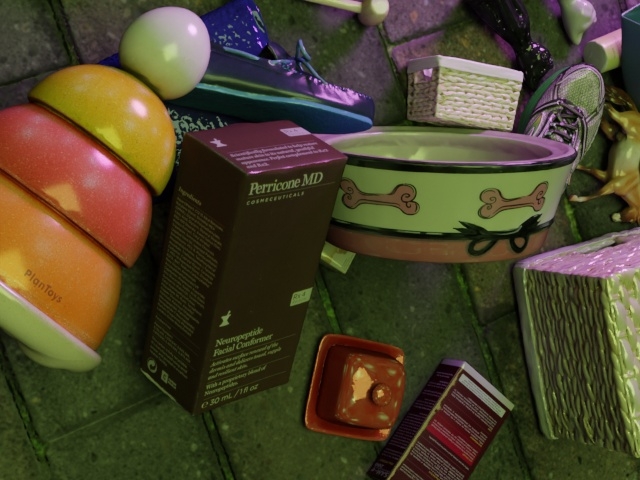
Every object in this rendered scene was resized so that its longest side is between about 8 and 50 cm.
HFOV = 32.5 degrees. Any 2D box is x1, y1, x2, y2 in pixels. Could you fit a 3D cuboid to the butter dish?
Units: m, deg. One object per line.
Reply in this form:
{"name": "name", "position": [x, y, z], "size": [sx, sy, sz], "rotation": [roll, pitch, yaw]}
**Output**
{"name": "butter dish", "position": [0.074, 0.237, 1.733], "size": [0.160, 0.118, 0.160], "rotation": [14, 83, -24]}

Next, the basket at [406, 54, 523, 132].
{"name": "basket", "position": [0.233, -0.238, 1.813], "size": [0.167, 0.113, 0.103], "rotation": [7, 91, -25]}

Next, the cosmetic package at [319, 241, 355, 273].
{"name": "cosmetic package", "position": [0.000, 0.000, 1.741], "size": [0.115, 0.041, 0.060], "rotation": [31, 78, -21]}

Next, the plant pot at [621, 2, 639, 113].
{"name": "plant pot", "position": [0.639, -0.303, 1.939], "size": [0.166, 0.165, 0.234], "rotation": [-32, 139, -21]}

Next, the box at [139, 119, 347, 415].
{"name": "box", "position": [-0.110, 0.036, 1.524], "size": [0.191, 0.143, 0.381], "rotation": [-14, 126, -43]}

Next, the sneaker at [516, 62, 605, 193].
{"name": "sneaker", "position": [0.390, -0.145, 1.841], "size": [0.134, 0.146, 0.343], "rotation": [28, 82, -5]}

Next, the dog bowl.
{"name": "dog bowl", "position": [0.169, -0.074, 1.638], "size": [0.408, 0.408, 0.150], "rotation": [-3, 104, -25]}

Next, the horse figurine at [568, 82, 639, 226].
{"name": "horse figurine", "position": [0.523, -0.161, 1.970], "size": [0.174, 0.066, 0.263], "rotation": [5, 90, -19]}

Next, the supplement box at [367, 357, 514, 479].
{"name": "supplement box", "position": [0.200, 0.329, 1.815], "size": [0.130, 0.073, 0.239], "rotation": [42, 73, -18]}

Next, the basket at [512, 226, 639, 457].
{"name": "basket", "position": [0.548, 0.159, 1.870], "size": [0.328, 0.266, 0.331], "rotation": [-14, 95, -23]}

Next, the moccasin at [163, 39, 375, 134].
{"name": "moccasin", "position": [-0.077, -0.239, 1.578], "size": [0.342, 0.138, 0.116], "rotation": [12, 73, -20]}

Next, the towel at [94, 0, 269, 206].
{"name": "towel", "position": [-0.187, -0.206, 1.645], "size": [0.308, 0.076, 0.227], "rotation": [-29, 94, -22]}

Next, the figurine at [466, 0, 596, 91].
{"name": "figurine", "position": [0.381, -0.400, 1.902], "size": [0.215, 0.092, 0.209], "rotation": [-45, 115, -18]}

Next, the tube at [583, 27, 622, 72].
{"name": "tube", "position": [0.584, -0.367, 2.005], "size": [0.240, 0.062, 0.070], "rotation": [-22, 142, -28]}

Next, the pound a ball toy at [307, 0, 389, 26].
{"name": "pound a ball toy", "position": [-0.013, -0.472, 1.686], "size": [0.319, 0.136, 0.208], "rotation": [11, 85, -24]}

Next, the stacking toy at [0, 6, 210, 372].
{"name": "stacking toy", "position": [-0.299, -0.101, 1.419], "size": [0.350, 0.350, 0.480], "rotation": [42, 78, -19]}
